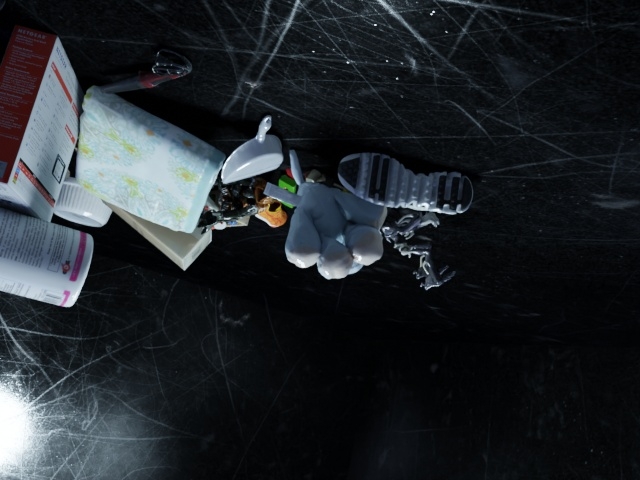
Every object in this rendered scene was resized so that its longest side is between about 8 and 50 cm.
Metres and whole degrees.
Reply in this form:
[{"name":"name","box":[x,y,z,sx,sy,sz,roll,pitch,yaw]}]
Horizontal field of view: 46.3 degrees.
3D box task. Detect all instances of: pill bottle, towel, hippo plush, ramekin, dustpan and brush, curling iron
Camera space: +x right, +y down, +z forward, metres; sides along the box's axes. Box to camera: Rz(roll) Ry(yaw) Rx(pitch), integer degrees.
[{"name":"pill bottle","box":[-0.621,0.024,1.512,0.283,0.161,0.160,19,165,-25]},{"name":"towel","box":[-0.403,-0.166,1.724,0.320,0.090,0.374,25,150,-9]},{"name":"hippo plush","box":[0.000,0.000,1.707,0.294,0.234,0.237,27,154,10]},{"name":"ramekin","box":[-0.781,-0.122,2.458,0.207,0.109,0.207,13,166,3]},{"name":"dustpan and brush","box":[-0.131,-0.200,1.604,0.147,0.060,0.211,-19,172,-25]},{"name":"curling iron","box":[-0.340,-0.315,1.428,0.274,0.035,0.068,-2,156,45]}]

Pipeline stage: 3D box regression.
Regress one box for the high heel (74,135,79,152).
[{"name":"high heel","box":[-0.503,-0.214,1.854,0.186,0.093,0.261,19,173,-37]}]

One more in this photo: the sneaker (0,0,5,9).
[{"name":"sneaker","box":[-0.567,-0.412,1.220,0.097,0.084,0.234,-7,176,-23]}]

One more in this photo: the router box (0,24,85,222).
[{"name":"router box","box":[-0.574,-0.212,1.502,0.082,0.301,0.335,14,166,-4]}]

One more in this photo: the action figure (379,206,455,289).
[{"name":"action figure","box":[0.228,-0.023,1.850,0.276,0.140,0.164,55,-170,-8]}]

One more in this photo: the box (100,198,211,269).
[{"name":"box","box":[-0.457,-0.071,2.075,0.311,0.121,0.148,39,164,4]}]

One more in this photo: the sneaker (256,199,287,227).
[{"name":"sneaker","box":[-0.130,-0.080,2.119,0.067,0.064,0.175,-21,165,17]}]

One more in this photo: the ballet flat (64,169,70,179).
[{"name":"ballet flat","box":[-0.875,-0.232,2.244,0.249,0.058,0.084,9,145,-6]}]

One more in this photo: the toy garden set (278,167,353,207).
[{"name":"toy garden set","box":[0.015,-0.107,1.834,0.244,0.049,0.204,29,155,9]}]

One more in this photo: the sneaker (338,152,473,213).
[{"name":"sneaker","box":[0.176,-0.114,1.626,0.291,0.110,0.118,15,175,-4]}]

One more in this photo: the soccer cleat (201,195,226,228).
[{"name":"soccer cleat","box":[-0.326,-0.110,2.063,0.068,0.076,0.196,-28,122,31]}]

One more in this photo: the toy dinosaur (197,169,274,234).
[{"name":"toy dinosaur","box":[-0.204,-0.122,1.920,0.218,0.165,0.322,-7,163,-29]}]

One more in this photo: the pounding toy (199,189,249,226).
[{"name":"pounding toy","box":[-0.298,-0.084,2.173,0.141,0.100,0.130,25,162,-40]}]
